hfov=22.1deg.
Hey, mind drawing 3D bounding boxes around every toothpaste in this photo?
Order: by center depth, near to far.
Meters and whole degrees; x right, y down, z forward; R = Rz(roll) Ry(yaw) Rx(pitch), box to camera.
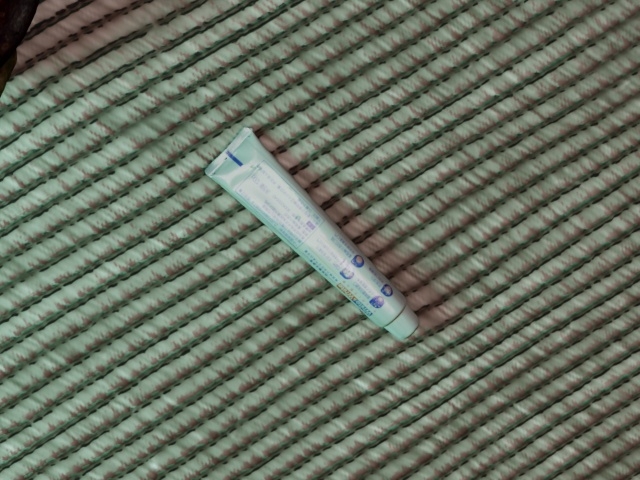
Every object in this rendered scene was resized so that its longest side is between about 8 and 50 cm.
[{"bbox_3d":[0.000,0.000,1.322,0.218,0.033,0.052,45,85,-15],"label":"toothpaste"}]

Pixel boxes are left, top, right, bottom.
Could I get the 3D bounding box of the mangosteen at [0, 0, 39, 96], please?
[{"bbox_3d":[-0.285,-0.179,1.131,0.228,0.228,0.265,-43,146,-2],"label":"mangosteen"}]
